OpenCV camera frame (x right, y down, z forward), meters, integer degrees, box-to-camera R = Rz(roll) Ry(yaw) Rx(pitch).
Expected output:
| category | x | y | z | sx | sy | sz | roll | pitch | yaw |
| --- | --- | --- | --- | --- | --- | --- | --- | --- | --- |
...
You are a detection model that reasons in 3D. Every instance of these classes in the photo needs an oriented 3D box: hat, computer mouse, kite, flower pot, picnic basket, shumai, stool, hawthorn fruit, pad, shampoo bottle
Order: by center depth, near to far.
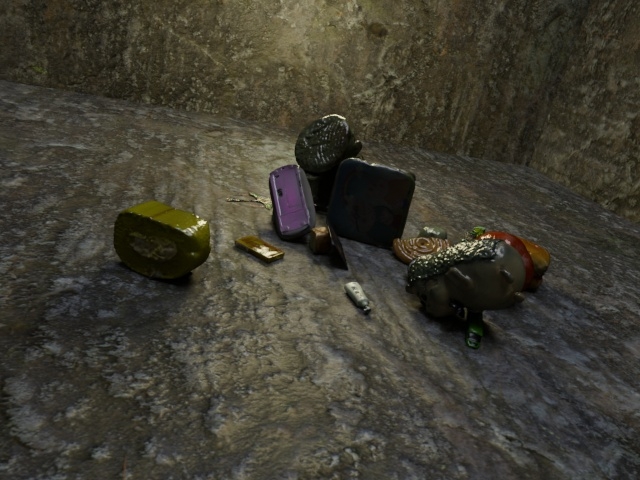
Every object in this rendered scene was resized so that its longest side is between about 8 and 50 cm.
| category | x | y | z | sx | sy | sz | roll | pitch | yaw |
| --- | --- | --- | --- | --- | --- | --- | --- | --- | --- |
| shampoo bottle | 0.120 | 0.174 | 1.561 | 0.049 | 0.034 | 0.141 | 8 | 24 | -26 |
| hawthorn fruit | 0.587 | 0.101 | 1.749 | 0.241 | 0.242 | 0.271 | 23 | 33 | 24 |
| pad | 0.058 | 0.003 | 1.818 | 0.003 | 0.143 | 0.211 | -26 | 25 | 7 |
| computer mouse | -0.108 | -0.143 | 1.935 | 0.158 | 0.072 | 0.310 | -17 | 63 | 8 |
| hat | 0.443 | -0.004 | 2.043 | 0.252 | 0.110 | 0.252 | 10 | 23 | -4 |
| stool | 0.204 | -0.163 | 2.052 | 0.310 | 0.310 | 0.226 | 17 | 16 | 6 |
| picnic basket | -0.086 | -0.187 | 2.082 | 0.154 | 0.196 | 0.134 | 18 | 21 | 16 |
| shumai | 0.035 | -0.364 | 2.113 | 0.222 | 0.271 | 0.204 | 63 | 4 | 26 |
| kite | -0.279 | -0.167 | 2.171 | 0.244 | 0.006 | 0.198 | -3 | 28 | -33 |
| flower pot | 0.070 | -0.289 | 2.334 | 0.379 | 0.251 | 0.379 | 12 | 21 | -5 |

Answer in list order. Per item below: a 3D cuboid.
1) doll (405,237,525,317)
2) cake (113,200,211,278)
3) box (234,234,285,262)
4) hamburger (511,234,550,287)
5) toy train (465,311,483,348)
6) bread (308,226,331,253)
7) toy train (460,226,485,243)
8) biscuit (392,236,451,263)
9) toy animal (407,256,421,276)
| category | x | y | z | sx | sy | sz | roll | pitch | yaw |
| --- | --- | --- | --- | --- | --- | --- | --- | --- | --- |
| doll | 0.432 | 0.119 | 1.553 | 0.349 | 0.247 | 0.247 | -4 | 9 | 38 |
| cake | -0.445 | 0.005 | 1.470 | 0.260 | 0.179 | 0.156 | 21 | 25 | 11 |
| box | -0.205 | 0.027 | 1.741 | 0.156 | 0.022 | 0.089 | 25 | 27 | 26 |
| hamburger | 0.751 | 0.073 | 1.956 | 0.244 | 0.163 | 0.244 | 10 | 21 | -4 |
| toy train | 0.463 | 0.252 | 1.545 | 0.044 | 0.042 | 0.209 | 16 | 23 | 11 |
| bread | 0.002 | 0.001 | 1.833 | 0.070 | 0.083 | 0.077 | -6 | 24 | -18 |
| toy train | 0.637 | 0.000 | 2.171 | 0.053 | 0.085 | 0.249 | 7 | 17 | 33 |
| biscuit | 0.383 | 0.045 | 1.922 | 0.224 | 0.033 | 0.145 | 3 | 48 | 1 |
| toy animal | 0.332 | 0.100 | 1.775 | 0.098 | 0.098 | 0.137 | -2 | 11 | -31 |
